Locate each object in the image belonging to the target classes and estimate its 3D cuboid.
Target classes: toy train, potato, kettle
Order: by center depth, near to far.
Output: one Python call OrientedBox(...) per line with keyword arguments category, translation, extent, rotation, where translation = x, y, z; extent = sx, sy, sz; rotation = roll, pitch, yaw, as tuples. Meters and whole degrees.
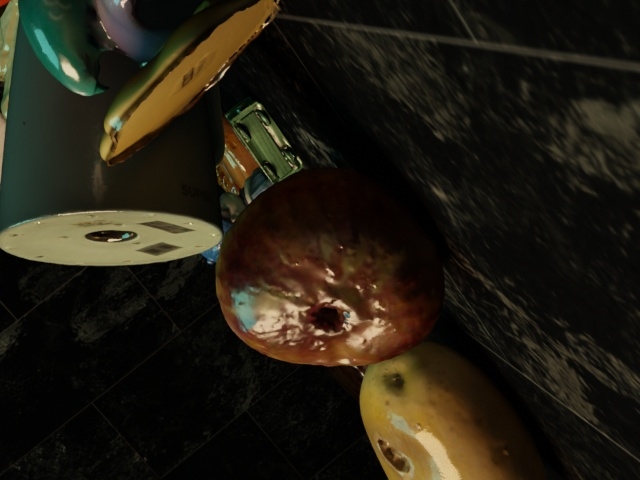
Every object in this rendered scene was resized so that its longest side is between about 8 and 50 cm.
OrientedBox(category="kettle", translation=(-0.139, -0.109, 0.821), extent=(0.210, 0.160, 0.243), rotation=(17, -115, -53))
OrientedBox(category="potato", translation=(0.120, 0.189, 0.979), extent=(0.150, 0.146, 0.234), rotation=(-14, 108, 36))
OrientedBox(category="toy train", translation=(-0.058, -0.099, 1.081), extent=(0.093, 0.038, 0.056), rotation=(54, 177, -23))

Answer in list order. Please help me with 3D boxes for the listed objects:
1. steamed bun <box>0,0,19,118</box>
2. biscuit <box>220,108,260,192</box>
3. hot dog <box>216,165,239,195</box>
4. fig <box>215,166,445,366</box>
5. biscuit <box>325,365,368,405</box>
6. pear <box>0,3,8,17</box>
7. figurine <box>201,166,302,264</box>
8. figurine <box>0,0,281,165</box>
OrientedBox(category="steamed bun", translation=(-0.327, -0.263, 1.447), extent=(0.137, 0.295, 0.292), rotation=(-4, -107, -47))
OrientedBox(category="biscuit", translation=(-0.125, -0.123, 1.455), extent=(0.334, 0.047, 0.202), rotation=(51, 175, 4))
OrientedBox(category="hot dog", translation=(-0.115, -0.081, 1.613), extent=(0.192, 0.053, 0.099), rotation=(49, 179, 30))
OrientedBox(category="fig", translation=(0.000, 0.017, 0.809), extent=(0.231, 0.160, 0.143), rotation=(-152, 65, -81))
OrientedBox(category="biscuit", translation=(0.043, 0.146, 1.595), extent=(0.407, 0.091, 0.407), rotation=(49, 172, 9))
OrientedBox(category="pear", translation=(-0.338, -0.264, 0.762), extent=(0.269, 0.269, 0.321), rotation=(46, 162, 48))
OrientedBox(category="figurine", translation=(-0.074, -0.030, 1.141), extent=(0.079, 0.136, 0.077), rotation=(59, 175, 6))
OrientedBox(category="figurine", translation=(-0.171, -0.178, 0.635), extent=(0.257, 0.208, 0.181), rotation=(46, -152, -2))
